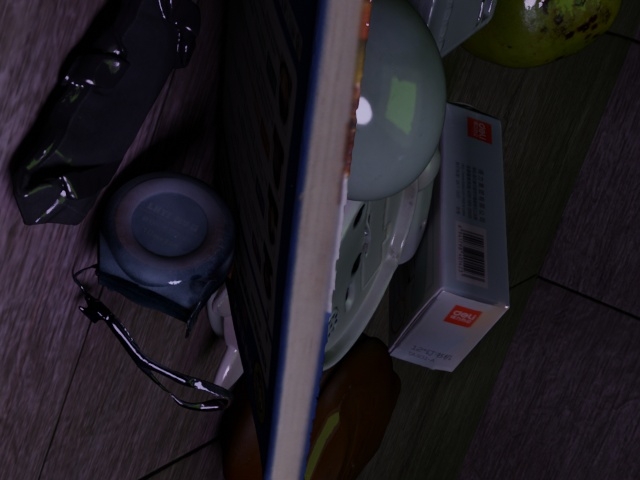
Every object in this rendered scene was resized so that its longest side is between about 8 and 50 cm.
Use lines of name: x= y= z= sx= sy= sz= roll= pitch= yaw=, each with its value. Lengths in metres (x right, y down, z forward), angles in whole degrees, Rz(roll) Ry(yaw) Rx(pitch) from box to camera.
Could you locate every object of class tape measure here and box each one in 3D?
tape measure: x=-0.107 y=0.039 z=1.072 sx=0.180 sy=0.104 sz=0.107 roll=83 pitch=28 yaw=-51

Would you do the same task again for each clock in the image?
clock: x=0.000 y=0.000 z=1.346 sx=0.324 sy=0.108 sz=0.265 roll=-54 pitch=160 yaw=-35

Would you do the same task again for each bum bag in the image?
bum bag: x=-0.128 y=-0.091 z=0.929 sx=0.198 sy=0.049 sz=0.087 roll=-62 pitch=158 yaw=-12

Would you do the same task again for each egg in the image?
egg: x=0.026 y=-0.120 z=1.169 sx=0.149 sy=0.149 sz=0.192 roll=-52 pitch=131 yaw=-40

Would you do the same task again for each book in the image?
book: x=-0.030 y=-0.083 z=0.972 sx=0.428 sy=0.039 sz=0.300 roll=98 pitch=-16 yaw=-44

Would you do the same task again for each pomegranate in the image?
pomegranate: x=0.184 y=-0.279 z=1.448 sx=0.198 sy=0.246 sz=0.198 roll=-38 pitch=-142 yaw=39

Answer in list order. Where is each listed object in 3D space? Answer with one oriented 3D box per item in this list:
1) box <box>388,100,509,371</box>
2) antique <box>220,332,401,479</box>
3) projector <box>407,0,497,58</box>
box: x=0.132 y=-0.007 z=1.555 sx=0.135 sy=0.079 sz=0.269 roll=125 pitch=-24 yaw=-47
antique: x=-0.013 y=0.190 z=1.529 sx=0.278 sy=0.129 sz=0.224 roll=-26 pitch=137 yaw=-65
projector: x=0.097 y=-0.282 z=1.271 sx=0.198 sy=0.108 sz=0.250 roll=-41 pitch=149 yaw=-55
